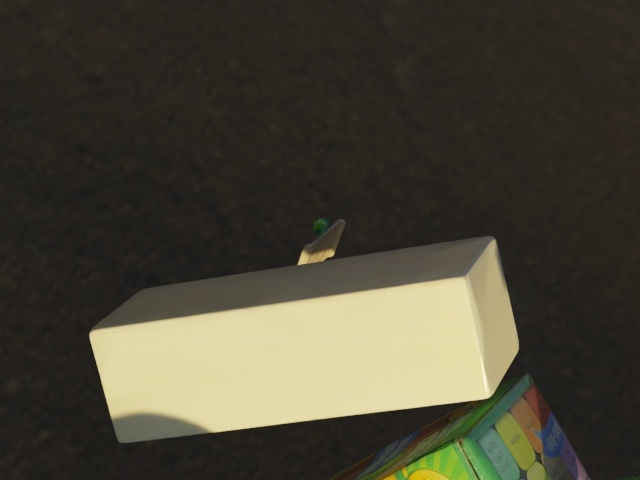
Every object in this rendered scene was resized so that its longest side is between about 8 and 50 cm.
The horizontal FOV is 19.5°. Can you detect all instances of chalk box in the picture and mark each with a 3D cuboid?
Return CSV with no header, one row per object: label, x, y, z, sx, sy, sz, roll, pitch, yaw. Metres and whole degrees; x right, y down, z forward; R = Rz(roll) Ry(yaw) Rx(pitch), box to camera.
chalk box,0.103,0.220,1.308,0.179,0.289,0.180,59,22,2

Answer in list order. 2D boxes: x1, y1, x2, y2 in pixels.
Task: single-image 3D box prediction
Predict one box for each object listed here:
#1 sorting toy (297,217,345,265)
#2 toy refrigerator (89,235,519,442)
sorting toy,0.000,0.000,1.892,0.012,0.083,0.062,38,47,18
toy refrigerator,-0.009,0.072,1.277,0.102,0.269,0.094,-44,122,-67
